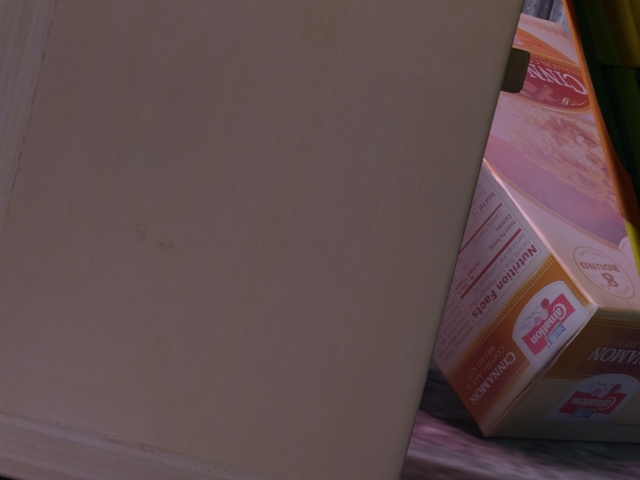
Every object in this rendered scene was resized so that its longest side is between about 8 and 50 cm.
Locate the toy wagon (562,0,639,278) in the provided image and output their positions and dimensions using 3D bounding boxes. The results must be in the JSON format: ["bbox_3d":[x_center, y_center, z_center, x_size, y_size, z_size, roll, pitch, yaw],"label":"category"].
[{"bbox_3d":[0.104,-0.069,0.510,0.068,0.344,0.267,-16,5,3],"label":"toy wagon"}]

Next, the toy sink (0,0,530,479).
[{"bbox_3d":[-0.011,-0.054,0.522,0.131,0.234,0.153,14,5,-1],"label":"toy sink"}]

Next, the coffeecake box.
[{"bbox_3d":[0.080,-0.012,0.748,0.142,0.068,0.185,8,39,-45],"label":"coffeecake box"}]
